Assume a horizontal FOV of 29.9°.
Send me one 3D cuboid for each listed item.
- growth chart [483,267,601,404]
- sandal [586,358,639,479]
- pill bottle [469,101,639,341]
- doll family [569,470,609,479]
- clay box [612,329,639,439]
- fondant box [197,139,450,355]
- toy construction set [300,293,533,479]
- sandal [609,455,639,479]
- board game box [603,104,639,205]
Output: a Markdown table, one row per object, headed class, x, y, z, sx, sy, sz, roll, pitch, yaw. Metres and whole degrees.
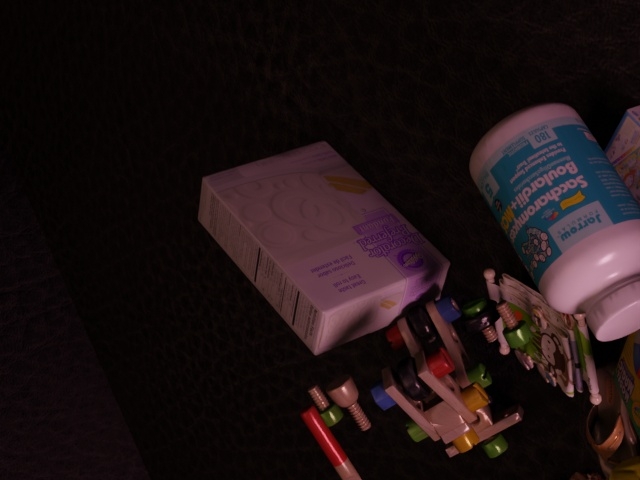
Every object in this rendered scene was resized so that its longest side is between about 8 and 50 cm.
| class | x | y | z | sx | sy | sz | roll | pitch | yaw |
| --- | --- | --- | --- | --- | --- | --- | --- | --- | --- |
| growth chart | 0.293 | 0.128 | 1.589 | 0.237 | 0.021 | 0.172 | 30 | 143 | 60 |
| sandal | 0.373 | 0.242 | 1.552 | 0.072 | 0.049 | 0.180 | 19 | 123 | 53 |
| pill bottle | 0.288 | -0.019 | 1.362 | 0.264 | 0.146 | 0.146 | 63 | 150 | 28 |
| doll family | 0.318 | 0.425 | 1.652 | 0.163 | 0.118 | 0.263 | 57 | 143 | 39 |
| clay box | 0.395 | 0.134 | 1.367 | 0.127 | 0.053 | 0.222 | -97 | 16 | -59 |
| fondant box | 0.000 | 0.000 | 1.818 | 0.330 | 0.238 | 0.096 | 47 | 142 | 33 |
| toy construction set | 0.154 | 0.245 | 1.667 | 0.237 | 0.309 | 0.257 | 59 | 172 | -11 |
| sandal | 0.477 | 0.375 | 1.411 | 0.317 | 0.126 | 0.138 | 34 | 139 | 56 |
| board game box | 0.368 | -0.067 | 1.396 | 0.103 | 0.026 | 0.154 | 53 | 146 | 27 |
